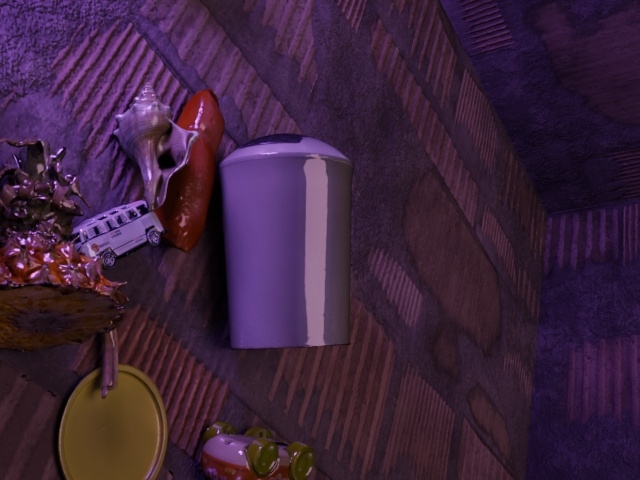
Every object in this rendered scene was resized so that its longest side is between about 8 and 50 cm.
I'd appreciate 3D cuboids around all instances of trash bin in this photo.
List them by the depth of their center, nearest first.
[{"bbox_3d":[-0.066,0.001,1.553,0.280,0.280,0.432,8,78,-56],"label":"trash bin"}]

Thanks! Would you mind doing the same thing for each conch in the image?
[{"bbox_3d":[-0.289,-0.176,1.376,0.234,0.137,0.114,65,-11,4],"label":"conch"}]

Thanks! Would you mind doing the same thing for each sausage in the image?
[{"bbox_3d":[-0.251,-0.138,1.466,0.097,0.093,0.349,58,34,-57],"label":"sausage"}]

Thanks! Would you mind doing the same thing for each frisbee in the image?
[{"bbox_3d":[-0.340,0.321,1.268,0.236,0.017,0.236,21,65,-54],"label":"frisbee"}]

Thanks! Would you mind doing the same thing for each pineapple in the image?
[{"bbox_3d":[-0.413,-0.011,1.091,0.262,0.262,0.272,26,47,-52],"label":"pineapple"}]

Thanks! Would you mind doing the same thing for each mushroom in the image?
[{"bbox_3d":[-0.344,0.162,1.253,0.060,0.061,0.187,23,56,-66],"label":"mushroom"}]

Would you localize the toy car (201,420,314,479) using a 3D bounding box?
[{"bbox_3d":[-0.137,0.471,1.454,0.235,0.145,0.235,-13,107,-49],"label":"toy car"}]

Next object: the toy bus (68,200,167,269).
[{"bbox_3d":[-0.352,-0.003,1.281,0.194,0.087,0.089,-36,105,-54],"label":"toy bus"}]
